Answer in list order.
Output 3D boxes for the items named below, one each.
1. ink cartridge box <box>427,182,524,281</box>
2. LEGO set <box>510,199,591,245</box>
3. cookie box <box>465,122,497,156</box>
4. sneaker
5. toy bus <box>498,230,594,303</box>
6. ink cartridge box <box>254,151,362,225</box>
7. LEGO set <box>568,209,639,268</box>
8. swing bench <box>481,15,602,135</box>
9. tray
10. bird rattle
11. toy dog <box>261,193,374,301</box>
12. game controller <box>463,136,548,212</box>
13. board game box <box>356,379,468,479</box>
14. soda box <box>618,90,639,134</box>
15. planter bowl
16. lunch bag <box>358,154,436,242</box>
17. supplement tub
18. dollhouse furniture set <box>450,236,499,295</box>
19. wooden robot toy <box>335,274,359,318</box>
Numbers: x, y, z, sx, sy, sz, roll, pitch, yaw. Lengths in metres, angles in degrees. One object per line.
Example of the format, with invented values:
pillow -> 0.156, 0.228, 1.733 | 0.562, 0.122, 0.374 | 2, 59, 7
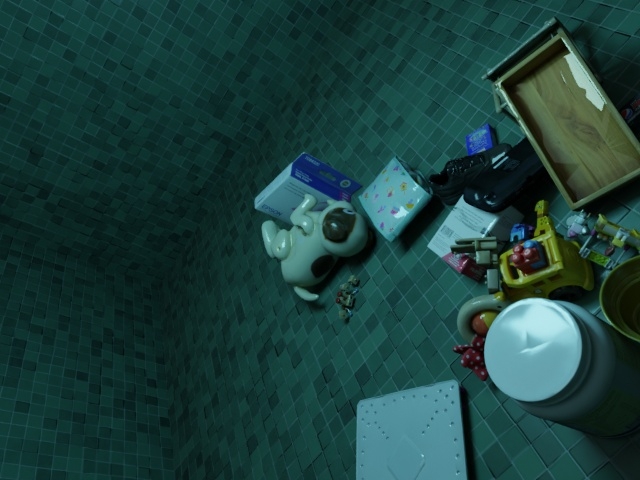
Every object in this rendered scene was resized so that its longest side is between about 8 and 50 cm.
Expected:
ink cartridge box -> 0.458, -0.027, 1.535 | 0.237, 0.100, 0.172 | -57, 35, 11
LEGO set -> 0.575, -0.047, 1.341 | 0.227, 0.086, 0.093 | 157, 124, -64
cookie box -> 0.525, -0.311, 1.685 | 0.091, 0.040, 0.107 | -30, 46, 41
sneaker -> 0.467, -0.218, 1.625 | 0.286, 0.130, 0.109 | -35, 41, 35
toy bus -> 0.521, 0.073, 1.284 | 0.220, 0.211, 0.150 | -33, 46, 41
ink cartridge box -> -0.048, -0.179, 2.136 | 0.330, 0.324, 0.072 | -37, 43, 36
LEGO set -> 0.695, 0.042, 1.164 | 0.287, 0.132, 0.107 | 37, 119, 28
swing bench -> 0.638, -0.503, 1.542 | 0.253, 0.165, 0.255 | -39, 41, 35
tray -> 0.641, -0.302, 1.324 | 0.202, 0.076, 0.411 | -35, 69, 34
bird rattle -> 0.439, 0.227, 1.320 | 0.253, 0.207, 0.143 | -27, 15, 39
toy dog -> 0.000, 0.000, 1.999 | 0.407, 0.284, 0.396 | -31, 49, 38
game controller -> 0.553, -0.197, 1.460 | 0.319, 0.067, 0.166 | -39, 23, -8
board game box -> 0.252, 0.620, 1.441 | 0.389, 0.050, 0.390 | -30, 46, 42
soda box -> 0.801, -0.326, 1.292 | 0.169, 0.060, 0.053 | -46, 40, 25
planter bowl -> 0.681, 0.135, 1.027 | 0.217, 0.090, 0.217 | -20, 42, 20
lunch bag -> 0.276, -0.137, 1.812 | 0.223, 0.160, 0.262 | -50, 30, 20
supplement tub -> 0.515, 0.260, 1.061 | 0.235, 0.324, 0.236 | -33, 44, 39
dollhouse furniture set -> 0.403, 0.073, 1.362 | 0.123, 0.144, 0.151 | -3, 69, 20
wooden robot toy -> 0.084, 0.213, 1.932 | 0.079, 0.076, 0.174 | -17, 54, 62
